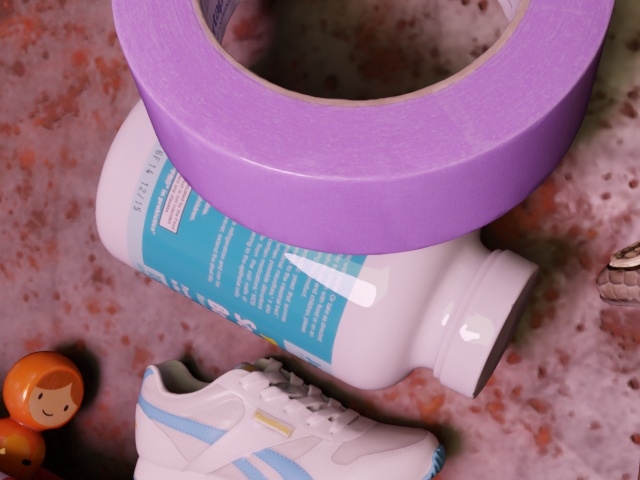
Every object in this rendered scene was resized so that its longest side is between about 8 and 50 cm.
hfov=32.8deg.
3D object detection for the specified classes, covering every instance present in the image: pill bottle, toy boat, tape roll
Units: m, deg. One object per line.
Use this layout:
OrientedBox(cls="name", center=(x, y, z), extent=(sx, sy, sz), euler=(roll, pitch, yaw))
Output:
OrientedBox(cls="pill bottle", center=(0.000, 0.000, 0.693), extent=(0.264, 0.146, 0.146), euler=(27, 104, 17))
OrientedBox(cls="toy boat", center=(-0.227, 0.154, 0.810), extent=(0.231, 0.151, 0.151), euler=(24, 81, 17))
OrientedBox(cls="tape roll", center=(0.024, -0.133, 0.626), extent=(0.274, 0.090, 0.275), euler=(-2, 64, 4))

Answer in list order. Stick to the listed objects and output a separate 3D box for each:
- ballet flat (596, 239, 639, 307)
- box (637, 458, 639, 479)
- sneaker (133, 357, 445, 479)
OrientedBox(cls="ballet flat", center=(0.276, -0.019, 0.618), extent=(0.249, 0.084, 0.058), euler=(-18, 105, 17))
OrientedBox(cls="box", center=(0.267, 0.235, 0.652), extent=(0.164, 0.021, 0.201), euler=(7, 85, 11))
OrientedBox(cls="sneaker", center=(-0.028, 0.132, 0.750), extent=(0.228, 0.087, 0.092), euler=(1, 95, 19))
